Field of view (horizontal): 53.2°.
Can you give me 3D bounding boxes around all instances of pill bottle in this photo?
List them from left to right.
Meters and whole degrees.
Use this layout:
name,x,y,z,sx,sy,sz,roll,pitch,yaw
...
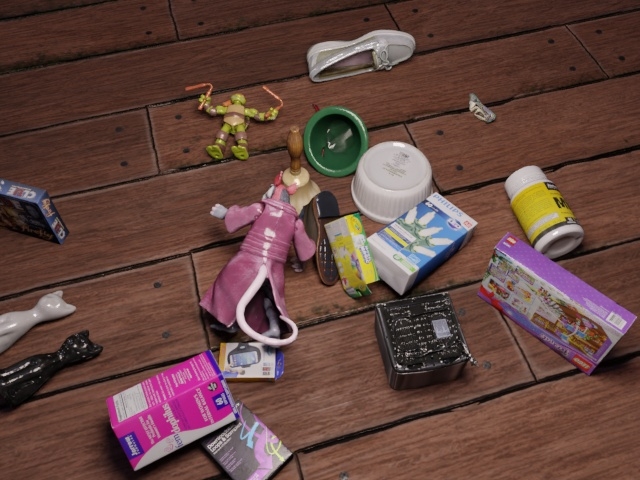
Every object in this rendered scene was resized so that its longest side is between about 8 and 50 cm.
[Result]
name,x,y,z,sx,sy,sz,roll,pitch,yaw
pill bottle,0.529,-0.070,1.529,0.119,0.119,0.209,-13,56,-9

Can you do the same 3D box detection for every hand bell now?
name,x,y,z,sx,sy,sz,roll,pitch,yaw
hand bell,-0.061,-0.180,1.533,0.126,0.242,0.126,0,56,0

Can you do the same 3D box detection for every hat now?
name,x,y,z,sx,sy,sz,roll,pitch,yaw
hat,0.051,-0.280,1.734,0.172,0.183,0.209,-4,98,10

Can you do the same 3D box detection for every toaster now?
name,x,y,z,sx,sy,sz,roll,pitch,yaw
toaster,0.213,0.215,1.335,0.167,0.110,0.186,-10,55,-6

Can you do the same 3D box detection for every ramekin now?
name,x,y,z,sx,sy,sz,roll,pitch,yaw
ramekin,0.181,-0.151,1.593,0.207,0.109,0.207,0,55,0

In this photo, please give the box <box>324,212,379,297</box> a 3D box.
name,x,y,z,sx,sy,sz,roll,pitch,yaw
box,0.072,0.037,1.428,0.043,0.105,0.179,-14,88,-28

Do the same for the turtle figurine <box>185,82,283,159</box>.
name,x,y,z,sx,sy,sz,roll,pitch,yaw
turtle figurine,-0.246,-0.322,1.728,0.269,0.087,0.218,9,63,-4

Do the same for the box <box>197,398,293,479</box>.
name,x,y,z,sx,sy,sz,roll,pitch,yaw
box,-0.149,0.405,1.252,0.162,0.029,0.116,37,62,25

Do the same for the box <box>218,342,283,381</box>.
name,x,y,z,sx,sy,sz,roll,pitch,yaw
box,-0.147,0.258,1.356,0.136,0.028,0.081,-2,55,1

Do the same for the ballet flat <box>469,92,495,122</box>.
name,x,y,z,sx,sy,sz,roll,pitch,yaw
ballet flat,0.442,-0.369,1.790,0.041,0.041,0.114,-25,58,-16

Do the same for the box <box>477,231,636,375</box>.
name,x,y,z,sx,sy,sz,roll,pitch,yaw
box,0.479,0.134,1.337,0.293,0.201,0.057,38,64,23

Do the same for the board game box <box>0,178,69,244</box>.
name,x,y,z,sx,sy,sz,roll,pitch,yaw
board game box,-0.737,-0.081,1.512,0.243,0.165,0.042,14,56,10

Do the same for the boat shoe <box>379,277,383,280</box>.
name,x,y,z,sx,sy,sz,roll,pitch,yaw
boat shoe,0.118,0.041,1.495,0.153,0.048,0.056,36,62,22

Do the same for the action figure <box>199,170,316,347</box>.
name,x,y,z,sx,sy,sz,roll,pitch,yaw
action figure,-0.133,0.022,1.365,0.248,0.275,0.371,17,83,-9

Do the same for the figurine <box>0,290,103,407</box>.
name,x,y,z,sx,sy,sz,roll,pitch,yaw
figurine,-0.604,0.214,1.363,0.209,0.092,0.215,-28,58,-27

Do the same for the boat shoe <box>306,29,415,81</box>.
name,x,y,z,sx,sy,sz,roll,pitch,yaw
boat shoe,0.120,-0.528,1.860,0.320,0.118,0.103,-7,61,0

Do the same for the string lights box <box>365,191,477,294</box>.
name,x,y,z,sx,sy,sz,roll,pitch,yaw
string lights box,0.228,0.002,1.476,0.133,0.077,0.259,40,53,23

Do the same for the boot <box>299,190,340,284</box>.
name,x,y,z,sx,sy,sz,roll,pitch,yaw
boot,0.000,0.000,1.519,0.082,0.106,0.219,3,79,-29

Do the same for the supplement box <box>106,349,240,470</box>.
name,x,y,z,sx,sy,sz,roll,pitch,yaw
supplement box,-0.285,0.324,1.237,0.220,0.111,0.114,-24,24,-15
